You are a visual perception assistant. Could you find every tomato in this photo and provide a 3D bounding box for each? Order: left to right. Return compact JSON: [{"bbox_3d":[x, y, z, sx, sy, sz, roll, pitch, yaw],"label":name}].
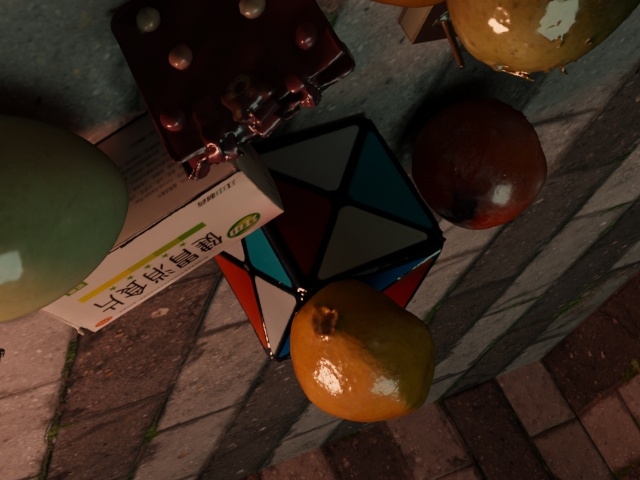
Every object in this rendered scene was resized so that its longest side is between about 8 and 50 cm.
[{"bbox_3d":[0.243,-0.116,1.531,0.184,0.208,0.208,-44,161,-14],"label":"tomato"}]

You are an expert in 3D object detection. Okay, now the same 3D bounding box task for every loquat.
[{"bbox_3d":[0.057,0.148,1.261,0.176,0.187,0.234,-39,147,5],"label":"loquat"}]

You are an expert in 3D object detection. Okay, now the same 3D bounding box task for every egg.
[{"bbox_3d":[-0.334,-0.026,1.042,0.295,0.218,0.218,-14,155,-48],"label":"egg"}]

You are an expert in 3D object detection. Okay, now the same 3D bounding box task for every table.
[{"bbox_3d":[0.209,-0.318,1.188,0.121,0.111,0.240,-17,155,-28],"label":"table"}]

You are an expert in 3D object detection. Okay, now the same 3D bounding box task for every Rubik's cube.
[{"bbox_3d":[0.000,0.000,1.451,0.248,0.250,0.246,-20,156,-25],"label":"Rubik's cube"}]

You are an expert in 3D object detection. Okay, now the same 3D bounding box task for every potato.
[{"bbox_3d":[0.250,-0.333,0.947,0.359,0.219,0.270,-55,143,-19],"label":"potato"}]

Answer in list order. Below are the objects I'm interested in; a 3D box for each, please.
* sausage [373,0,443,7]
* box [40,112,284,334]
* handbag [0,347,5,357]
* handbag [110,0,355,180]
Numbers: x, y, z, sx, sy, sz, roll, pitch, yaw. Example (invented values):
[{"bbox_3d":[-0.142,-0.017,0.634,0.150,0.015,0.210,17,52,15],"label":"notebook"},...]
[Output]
[{"bbox_3d":[0.040,-0.296,0.953,0.354,0.134,0.116,-12,136,-58],"label":"sausage"},{"bbox_3d":[-0.233,-0.030,1.245,0.333,0.145,0.173,-32,156,6],"label":"box"},{"bbox_3d":[-0.515,0.138,1.316,0.182,0.117,0.270,-32,162,-29],"label":"handbag"},{"bbox_3d":[-0.093,-0.192,0.972,0.203,0.216,0.074,-32,153,11],"label":"handbag"}]
